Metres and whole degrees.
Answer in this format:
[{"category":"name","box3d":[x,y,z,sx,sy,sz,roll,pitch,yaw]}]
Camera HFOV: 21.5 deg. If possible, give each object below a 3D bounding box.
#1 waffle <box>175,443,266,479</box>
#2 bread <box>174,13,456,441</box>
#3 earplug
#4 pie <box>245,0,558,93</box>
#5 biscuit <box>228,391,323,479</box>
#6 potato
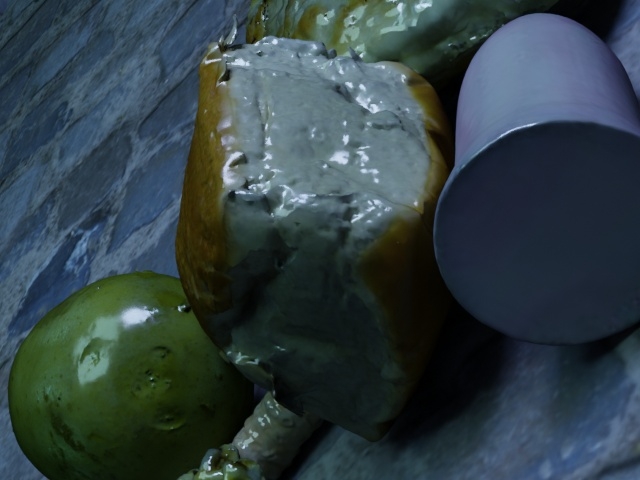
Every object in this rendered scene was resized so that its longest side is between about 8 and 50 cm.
[{"category":"waffle","box3d":[-0.090,0.277,1.354,0.204,0.054,0.223,-52,40,10]},{"category":"bread","box3d":[0.000,0.000,1.318,0.279,0.225,0.250,-91,9,-50]},{"category":"earplug","box3d":[0.169,-0.077,1.229,0.172,0.172,0.301,-46,18,25]},{"category":"pie","box3d":[0.067,-0.233,1.527,0.395,0.180,0.418,-41,23,21]},{"category":"biscuit","box3d":[-0.056,0.190,1.439,0.219,0.055,0.061,-55,31,9]},{"category":"potato","box3d":[-0.183,0.142,1.561,0.304,0.216,0.216,-20,42,48]}]
